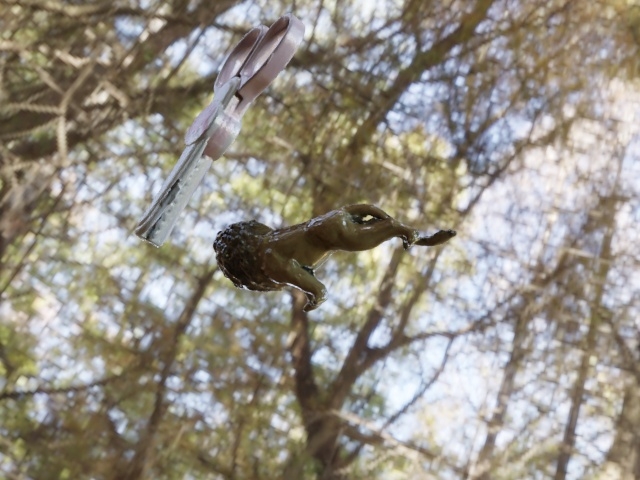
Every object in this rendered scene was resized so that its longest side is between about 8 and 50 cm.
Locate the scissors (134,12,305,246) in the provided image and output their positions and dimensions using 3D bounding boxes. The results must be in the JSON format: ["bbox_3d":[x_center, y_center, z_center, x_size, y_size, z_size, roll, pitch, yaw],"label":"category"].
[{"bbox_3d":[-0.096,-0.101,0.989,0.030,0.242,0.118,36,-18,-24],"label":"scissors"}]

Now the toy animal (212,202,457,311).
[{"bbox_3d":[0.006,0.017,0.900,0.219,0.069,0.086,-9,-86,19],"label":"toy animal"}]
